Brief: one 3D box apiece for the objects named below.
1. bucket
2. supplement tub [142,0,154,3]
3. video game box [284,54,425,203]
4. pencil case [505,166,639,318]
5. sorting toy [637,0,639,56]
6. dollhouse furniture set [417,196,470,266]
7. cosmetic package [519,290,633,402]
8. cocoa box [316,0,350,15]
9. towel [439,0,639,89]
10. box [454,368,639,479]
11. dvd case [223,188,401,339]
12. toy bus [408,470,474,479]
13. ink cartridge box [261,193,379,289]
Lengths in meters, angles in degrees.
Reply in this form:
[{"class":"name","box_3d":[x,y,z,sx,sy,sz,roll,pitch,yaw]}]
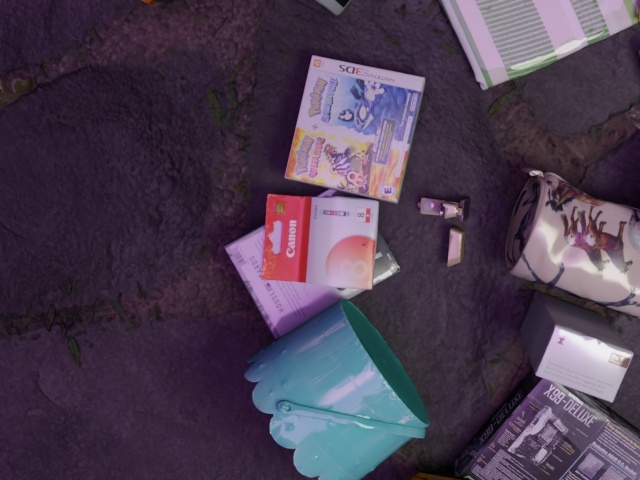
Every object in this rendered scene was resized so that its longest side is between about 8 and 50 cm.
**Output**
[{"class":"bucket","box_3d":[0.032,0.240,1.265,0.183,0.281,0.281,-36,92,8]},{"class":"supplement tub","box_3d":[-0.243,-0.535,1.213,0.193,0.193,0.316,34,102,2]},{"class":"video game box","box_3d":[0.055,-0.178,1.283,0.187,0.048,0.205,12,91,9]},{"class":"pencil case","box_3d":[0.479,0.024,1.205,0.410,0.160,0.183,19,89,6]},{"class":"sorting toy","box_3d":[0.556,-0.257,1.201,0.132,0.046,0.274,-21,96,12]},{"class":"dollhouse furniture set","box_3d":[0.186,-0.013,1.294,0.081,0.091,0.114,8,104,24]},{"class":"cosmetic package","box_3d":[0.376,0.153,1.205,0.117,0.231,0.085,20,102,6]},{"class":"cocoa box","box_3d":[-0.017,-0.485,1.104,0.228,0.347,0.231,40,103,1]},{"class":"towel","box_3d":[0.346,-0.402,1.220,0.325,0.038,0.248,-25,96,11]},{"class":"box","box_3d":[0.413,0.383,1.318,0.307,0.076,0.242,36,103,2]},{"class":"dvd case","box_3d":[-0.013,0.029,1.324,0.239,0.029,0.179,-29,94,-1]},{"class":"toy bus","box_3d":[0.212,0.548,1.304,0.108,0.130,0.332,-2,100,36]},{"class":"ink cartridge box","box_3d":[0.000,0.000,1.288,0.179,0.045,0.145,4,92,-7]}]
